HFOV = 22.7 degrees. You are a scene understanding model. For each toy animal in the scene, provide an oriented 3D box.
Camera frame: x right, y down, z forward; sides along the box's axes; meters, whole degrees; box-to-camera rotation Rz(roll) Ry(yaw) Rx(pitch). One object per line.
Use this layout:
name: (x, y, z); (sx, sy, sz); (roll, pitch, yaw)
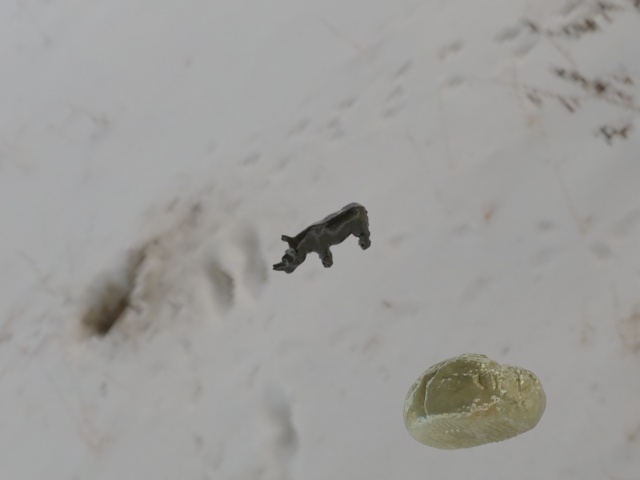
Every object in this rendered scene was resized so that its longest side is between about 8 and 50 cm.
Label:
toy animal: (0.000, 0.000, 1.934); (0.136, 0.065, 0.047); (-26, 55, -5)

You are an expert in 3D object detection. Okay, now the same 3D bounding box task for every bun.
bun: (0.202, 0.210, 2.110); (0.188, 0.164, 0.111); (-20, 57, 35)
